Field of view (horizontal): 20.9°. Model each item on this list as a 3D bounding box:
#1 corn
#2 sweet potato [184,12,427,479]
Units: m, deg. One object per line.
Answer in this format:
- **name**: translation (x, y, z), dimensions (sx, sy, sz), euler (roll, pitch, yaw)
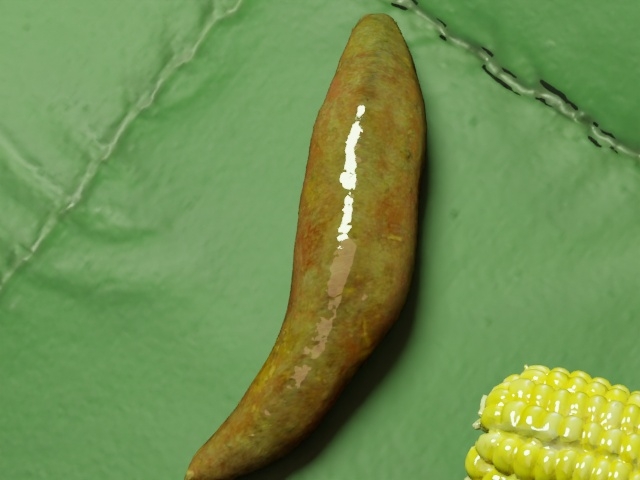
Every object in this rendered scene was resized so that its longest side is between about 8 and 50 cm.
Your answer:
- **corn**: translation (0.181, 0.127, 0.761), dimensions (0.244, 0.093, 0.093), euler (18, 75, 11)
- **sweet potato**: translation (0.009, 0.005, 0.834), dimensions (0.078, 0.058, 0.255), euler (12, 76, 25)
